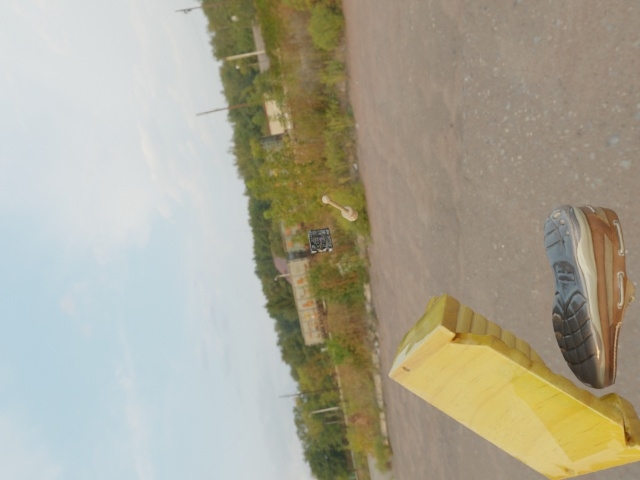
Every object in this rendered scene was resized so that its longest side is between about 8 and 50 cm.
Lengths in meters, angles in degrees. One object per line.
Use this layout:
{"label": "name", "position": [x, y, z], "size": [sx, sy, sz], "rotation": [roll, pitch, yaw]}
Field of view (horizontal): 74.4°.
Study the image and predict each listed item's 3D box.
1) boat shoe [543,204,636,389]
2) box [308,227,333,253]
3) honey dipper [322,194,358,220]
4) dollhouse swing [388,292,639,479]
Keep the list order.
{"label": "boat shoe", "position": [0.480, 0.095, 0.728], "size": [0.123, 0.116, 0.324], "rotation": [-113, 15, -86]}
{"label": "box", "position": [0.000, 0.000, 1.282], "size": [0.018, 0.067, 0.083], "rotation": [88, 172, -48]}
{"label": "honey dipper", "position": [0.046, -0.078, 0.981], "size": [0.161, 0.030, 0.030], "rotation": [24, -128, -62]}
{"label": "dollhouse swing", "position": [0.365, 0.207, 0.813], "size": [0.305, 0.347, 0.315], "rotation": [-52, -11, -39]}
